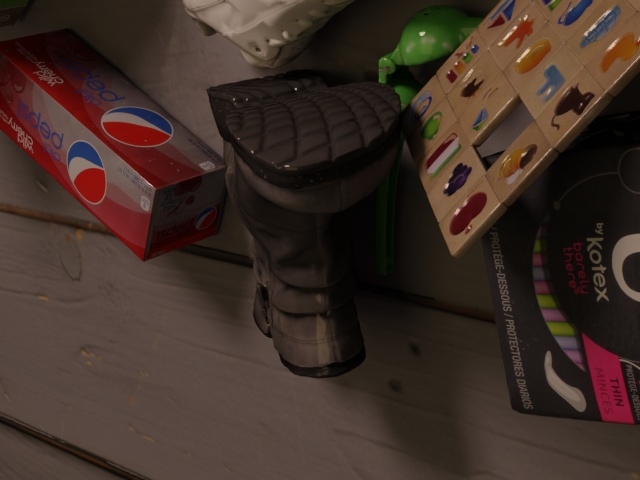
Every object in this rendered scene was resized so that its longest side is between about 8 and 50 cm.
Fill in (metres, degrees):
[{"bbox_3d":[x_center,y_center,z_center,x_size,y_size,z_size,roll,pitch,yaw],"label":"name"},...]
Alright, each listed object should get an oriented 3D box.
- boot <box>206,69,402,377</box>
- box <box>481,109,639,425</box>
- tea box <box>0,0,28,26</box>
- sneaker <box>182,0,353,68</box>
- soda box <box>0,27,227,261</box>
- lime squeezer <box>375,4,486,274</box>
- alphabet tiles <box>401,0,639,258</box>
[{"bbox_3d":[0.000,0.000,0.934,0.338,0.118,0.223,-121,21,-76],"label":"boot"},{"bbox_3d":[0.238,0.009,0.715,0.270,0.143,0.165,-3,103,48],"label":"box"},{"bbox_3d":[-0.388,-0.400,1.175,0.329,0.220,0.323,60,139,11],"label":"tea box"},{"bbox_3d":[-0.006,-0.200,0.946,0.305,0.114,0.152,16,131,48],"label":"sneaker"},{"bbox_3d":[-0.204,-0.095,1.195,0.263,0.092,0.083,39,132,30],"label":"soda box"},{"bbox_3d":[0.088,-0.099,0.919,0.110,0.059,0.310,34,134,-6],"label":"lime squeezer"},{"bbox_3d":[0.138,-0.119,0.742,0.237,0.009,0.198,-47,22,17],"label":"alphabet tiles"}]
